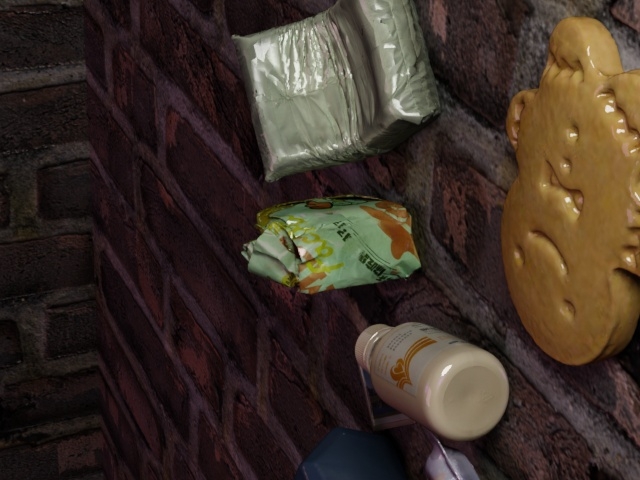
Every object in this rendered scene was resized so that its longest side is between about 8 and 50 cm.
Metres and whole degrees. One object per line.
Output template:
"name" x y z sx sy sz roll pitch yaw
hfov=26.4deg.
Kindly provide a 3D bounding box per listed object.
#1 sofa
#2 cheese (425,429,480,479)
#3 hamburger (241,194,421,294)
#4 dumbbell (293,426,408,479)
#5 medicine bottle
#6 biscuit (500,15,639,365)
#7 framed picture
"sofa" 0.019 -0.204 1.668 0.225 0.176 0.210 153 106 -67
"cheese" 0.181 0.335 1.617 0.135 0.052 0.245 -145 30 -81
"hamburger" -0.001 0.001 1.776 0.235 0.214 0.125 -148 63 -68
"dumbbell" 0.020 0.408 1.981 0.144 0.160 0.325 36 143 16
"medicine bottle" 0.123 0.160 1.662 0.252 0.114 0.114 -159 61 -65
"biscuit" 0.252 -0.035 1.346 0.275 0.052 0.355 -123 32 -43
"framed picture" 0.093 0.206 1.890 0.149 0.011 0.109 148 110 -67
